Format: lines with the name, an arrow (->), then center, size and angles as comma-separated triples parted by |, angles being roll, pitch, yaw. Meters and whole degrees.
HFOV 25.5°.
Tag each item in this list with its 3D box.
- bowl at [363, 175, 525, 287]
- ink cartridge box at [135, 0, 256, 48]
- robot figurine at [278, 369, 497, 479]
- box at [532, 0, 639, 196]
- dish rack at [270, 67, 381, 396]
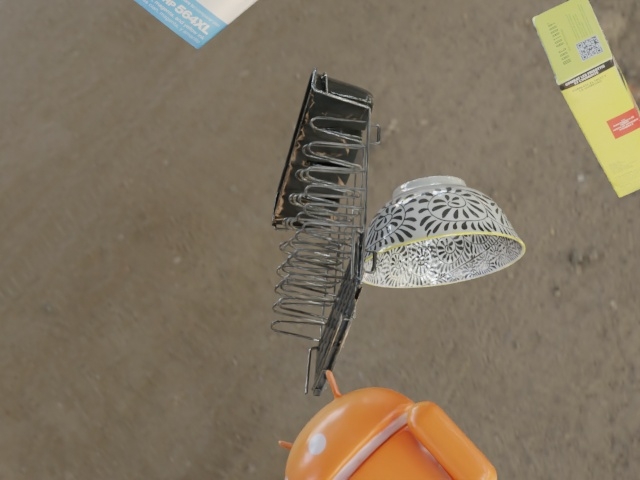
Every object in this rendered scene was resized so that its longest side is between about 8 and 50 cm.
bowl -> 0.113, -0.014, 1.401 | 0.170, 0.170, 0.080 | -10, 71, 9
ink cartridge box -> -0.050, -0.199, 0.811 | 0.143, 0.090, 0.092 | -32, 34, 33
robot figurine -> 0.062, 0.200, 1.051 | 0.128, 0.158, 0.219 | -43, 73, -11
box -> 0.275, -0.135, 1.378 | 0.058, 0.232, 0.087 | -24, 55, 14
dish rack -> 0.000, 0.000, 1.319 | 0.074, 0.208, 0.271 | 9, 50, -7
